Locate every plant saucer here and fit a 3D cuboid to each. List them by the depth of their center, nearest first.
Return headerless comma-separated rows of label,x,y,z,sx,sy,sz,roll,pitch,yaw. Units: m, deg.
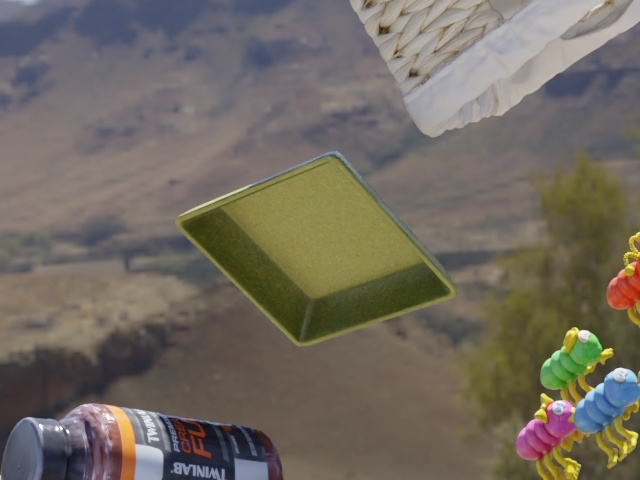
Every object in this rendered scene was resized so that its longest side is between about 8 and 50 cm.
plant saucer,0.000,0.000,1.456,0.188,0.188,0.045,-21,37,35

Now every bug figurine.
bug figurine,0.275,0.127,1.645,0.072,0.216,0.279,33,40,-5

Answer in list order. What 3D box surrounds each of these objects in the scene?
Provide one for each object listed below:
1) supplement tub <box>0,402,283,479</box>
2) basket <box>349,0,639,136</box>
supplement tub,-0.133,0.179,1.222,0.198,0.106,0.106,13,-4,-33
basket,0.189,-0.301,1.552,0.328,0.266,0.331,-36,-4,19
